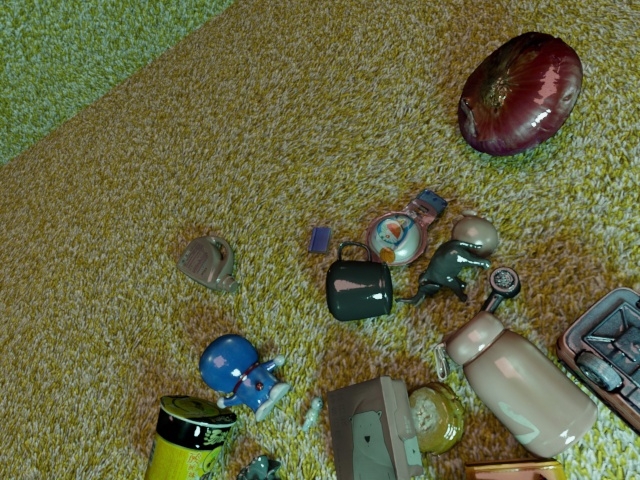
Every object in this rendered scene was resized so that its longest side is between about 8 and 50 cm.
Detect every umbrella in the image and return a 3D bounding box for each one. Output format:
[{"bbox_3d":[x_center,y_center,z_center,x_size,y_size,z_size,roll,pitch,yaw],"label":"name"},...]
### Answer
[{"bbox_3d":[-0.098,0.695,0.956,0.143,0.094,0.349,-53,52,13],"label":"umbrella"}]

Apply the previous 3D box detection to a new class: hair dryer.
[{"bbox_3d":[0.411,0.182,1.004,0.070,0.128,0.255,32,91,29],"label":"hair dryer"}]

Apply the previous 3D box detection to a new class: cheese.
[{"bbox_3d":[0.247,-0.035,1.189,0.286,0.074,0.189,-44,60,-4],"label":"cheese"}]

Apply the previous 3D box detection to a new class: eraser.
[{"bbox_3d":[0.000,0.000,1.292,0.063,0.027,0.084,3,68,23],"label":"eraser"}]

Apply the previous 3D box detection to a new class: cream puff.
[{"bbox_3d":[0.262,0.411,0.941,0.165,0.115,0.150,-49,49,13],"label":"cream puff"}]

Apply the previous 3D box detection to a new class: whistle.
[{"bbox_3d":[-0.021,0.459,1.076,0.035,0.035,0.100,22,77,28],"label":"whistle"}]

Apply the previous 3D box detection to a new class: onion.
[{"bbox_3d":[0.575,-0.393,1.152,0.348,0.286,0.347,-38,43,48],"label":"onion"}]

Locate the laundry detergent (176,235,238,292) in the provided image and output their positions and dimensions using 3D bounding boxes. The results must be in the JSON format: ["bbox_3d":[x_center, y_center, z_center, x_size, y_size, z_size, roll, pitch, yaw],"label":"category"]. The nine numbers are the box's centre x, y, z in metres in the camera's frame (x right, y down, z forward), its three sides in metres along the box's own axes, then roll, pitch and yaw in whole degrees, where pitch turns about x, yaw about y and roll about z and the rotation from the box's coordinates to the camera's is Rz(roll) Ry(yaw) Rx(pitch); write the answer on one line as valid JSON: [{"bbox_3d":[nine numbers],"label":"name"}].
[{"bbox_3d":[-0.357,0.075,1.363,0.237,0.076,0.171,22,75,28],"label":"laundry detergent"}]

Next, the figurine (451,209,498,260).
[{"bbox_3d":[0.412,-0.006,1.092,0.125,0.125,0.137,13,83,25],"label":"figurine"}]

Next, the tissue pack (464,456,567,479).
[{"bbox_3d":[0.411,0.586,0.790,0.195,0.145,0.274,-13,63,13],"label":"tissue pack"}]

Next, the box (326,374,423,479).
[{"bbox_3d":[0.118,0.446,0.946,0.215,0.086,0.214,-37,50,43],"label":"box"}]

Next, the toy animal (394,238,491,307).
[{"bbox_3d":[0.325,0.103,1.057,0.137,0.082,0.269,30,122,-4],"label":"toy animal"}]

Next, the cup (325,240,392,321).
[{"bbox_3d":[0.107,0.109,1.111,0.177,0.169,0.222,-4,79,13],"label":"cup"}]

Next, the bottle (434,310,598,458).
[{"bbox_3d":[0.404,0.307,0.885,0.206,0.173,0.296,-46,69,12],"label":"bottle"}]

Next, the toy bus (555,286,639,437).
[{"bbox_3d":[0.684,0.305,0.774,0.203,0.233,0.427,-40,61,-2],"label":"toy bus"}]

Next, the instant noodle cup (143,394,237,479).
[{"bbox_3d":[-0.360,0.557,1.071,0.216,0.215,0.235,13,78,25],"label":"instant noodle cup"}]

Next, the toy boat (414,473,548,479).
[{"bbox_3d":[0.335,0.516,0.744,0.318,0.072,0.219,28,80,39],"label":"toy boat"}]

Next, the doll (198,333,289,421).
[{"bbox_3d":[-0.214,0.375,1.137,0.257,0.161,0.215,40,70,15],"label":"doll"}]
